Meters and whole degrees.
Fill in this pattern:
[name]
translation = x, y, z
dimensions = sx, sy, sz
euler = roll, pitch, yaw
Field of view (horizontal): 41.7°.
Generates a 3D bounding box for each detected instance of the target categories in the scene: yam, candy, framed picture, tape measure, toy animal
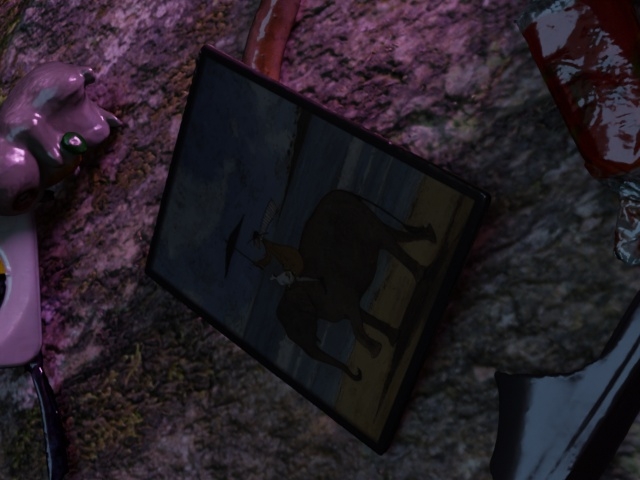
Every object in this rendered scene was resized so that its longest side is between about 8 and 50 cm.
[yam]
translation = -0.040, -0.253, 0.840
dimensions = 0.045, 0.045, 0.327
euler = 13, 92, 54
[candy]
translation = 0.220, -0.121, 0.652
dimensions = 0.086, 0.059, 0.292
euler = -25, 73, 26
[framed picture]
translation = -0.029, 0.000, 0.784
dimensions = 0.347, 0.016, 0.265
euler = 34, 117, 31
[tape measure]
translation = -0.403, 0.117, 0.952
dimensions = 0.098, 0.215, 0.351
euler = 148, 116, -71
[toy animal]
translation = -0.331, -0.092, 0.926
dimensions = 0.138, 0.108, 0.236
euler = 29, 72, 38

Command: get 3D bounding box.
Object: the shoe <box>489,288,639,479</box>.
[shoe]
translation = 0.182, 0.113, 0.625
dimensions = 0.093, 0.108, 0.241
euler = 34, 96, 32
